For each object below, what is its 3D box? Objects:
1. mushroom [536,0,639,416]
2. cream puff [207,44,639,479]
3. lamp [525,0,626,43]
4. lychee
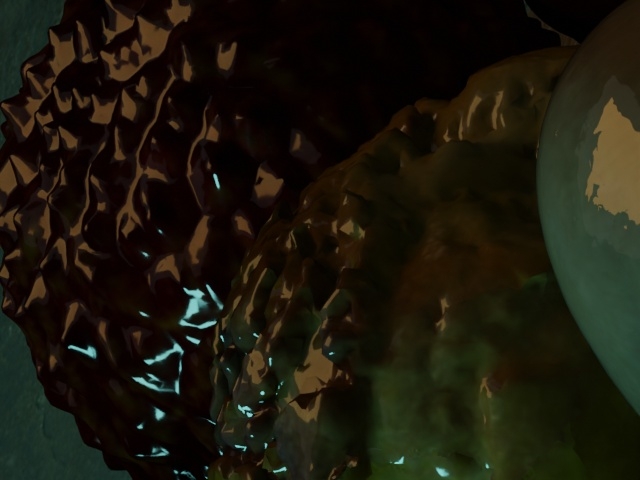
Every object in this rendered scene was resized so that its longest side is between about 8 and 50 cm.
[{"bbox_3d":[0.183,-0.013,0.609,0.204,0.204,0.204,-162,90,-89],"label":"mushroom"},{"bbox_3d":[0.070,0.068,0.841,0.327,0.231,0.343,37,-124,-67],"label":"cream puff"},{"bbox_3d":[0.213,-0.236,1.165,0.227,0.227,0.227,-162,90,-89],"label":"lamp"},{"bbox_3d":[0.000,0.000,1.162,0.425,0.500,0.424,-30,-29,-19],"label":"lychee"}]
